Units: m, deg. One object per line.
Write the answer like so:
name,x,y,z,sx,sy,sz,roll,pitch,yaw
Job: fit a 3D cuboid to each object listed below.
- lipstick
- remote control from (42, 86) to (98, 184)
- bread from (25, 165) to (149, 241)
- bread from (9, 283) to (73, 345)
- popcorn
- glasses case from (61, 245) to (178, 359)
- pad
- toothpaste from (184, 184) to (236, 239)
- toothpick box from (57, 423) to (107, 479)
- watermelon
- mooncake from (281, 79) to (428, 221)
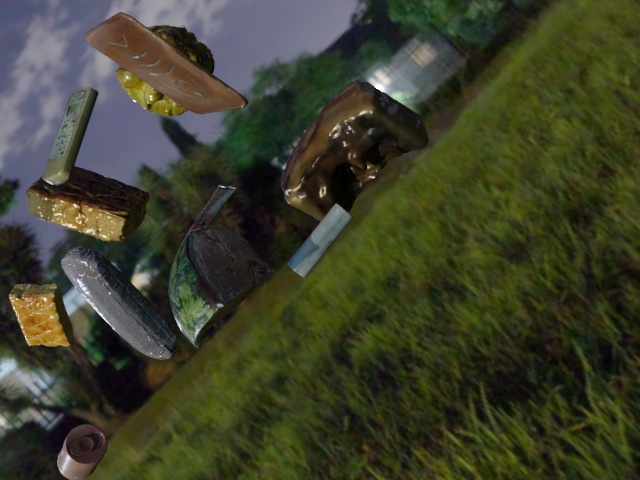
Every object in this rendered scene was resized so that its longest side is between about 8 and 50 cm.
lipstick,0.000,0.000,1.575,0.158,0.048,0.048,-52,-2,2
remote control,-0.572,-0.240,1.799,0.098,0.038,0.233,-6,64,45
bread,-0.623,-0.104,2.120,0.184,0.275,0.114,-67,-6,-62
bread,-0.758,0.206,2.148,0.068,0.126,0.188,-84,-8,-54
popcorn,-0.475,-0.514,2.355,0.282,0.282,0.247,-45,29,-22
glasses case,-0.374,0.122,1.472,0.109,0.282,0.067,-11,34,44
pad,-0.297,-0.326,1.498,0.286,0.284,0.018,10,71,60
toothpaste,-0.278,-0.068,1.979,0.036,0.056,0.205,74,-146,-44
toothpick box,-0.574,0.511,1.891,0.098,0.098,0.149,-44,-5,-39
watermelon,-0.208,0.089,1.540,0.180,0.224,0.305,-2,11,13
mooncake,0.076,-0.237,2.181,0.393,0.246,0.394,-3,57,63
